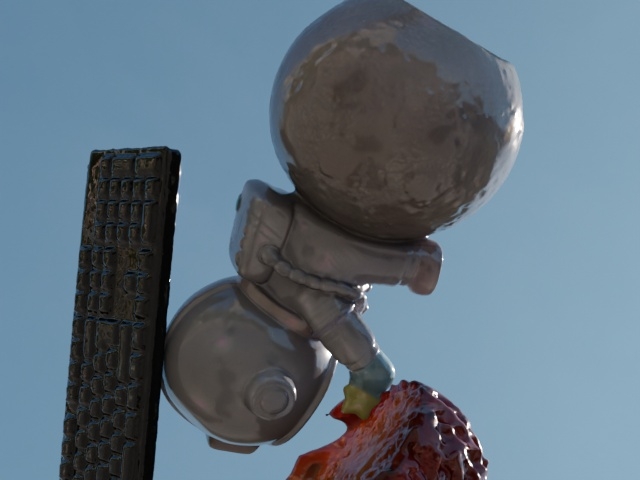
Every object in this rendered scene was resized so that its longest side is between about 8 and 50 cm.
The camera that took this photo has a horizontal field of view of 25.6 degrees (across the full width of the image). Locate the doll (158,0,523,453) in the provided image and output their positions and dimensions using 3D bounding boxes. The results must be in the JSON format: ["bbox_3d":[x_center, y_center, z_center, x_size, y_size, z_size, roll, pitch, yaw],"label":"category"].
[{"bbox_3d":[0.000,0.000,0.815,0.151,0.151,0.287,31,-78,1],"label":"doll"}]

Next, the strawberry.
[{"bbox_3d":[0.035,0.151,0.831,0.145,0.145,0.086,-24,-69,38],"label":"strawberry"}]

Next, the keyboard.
[{"bbox_3d":[-0.126,0.099,0.841,0.101,0.018,0.309,2,-93,52],"label":"keyboard"}]
